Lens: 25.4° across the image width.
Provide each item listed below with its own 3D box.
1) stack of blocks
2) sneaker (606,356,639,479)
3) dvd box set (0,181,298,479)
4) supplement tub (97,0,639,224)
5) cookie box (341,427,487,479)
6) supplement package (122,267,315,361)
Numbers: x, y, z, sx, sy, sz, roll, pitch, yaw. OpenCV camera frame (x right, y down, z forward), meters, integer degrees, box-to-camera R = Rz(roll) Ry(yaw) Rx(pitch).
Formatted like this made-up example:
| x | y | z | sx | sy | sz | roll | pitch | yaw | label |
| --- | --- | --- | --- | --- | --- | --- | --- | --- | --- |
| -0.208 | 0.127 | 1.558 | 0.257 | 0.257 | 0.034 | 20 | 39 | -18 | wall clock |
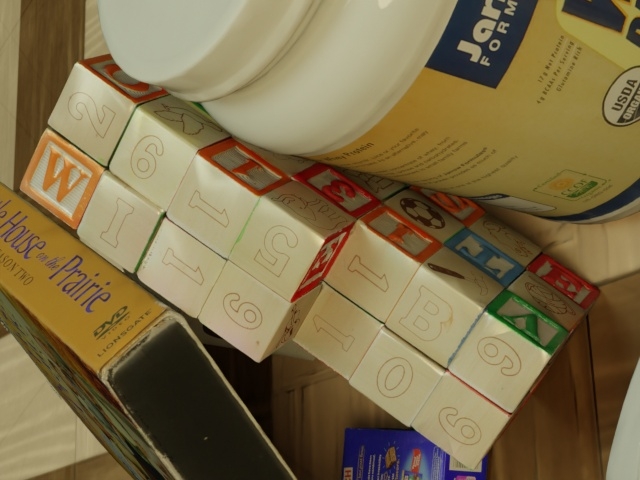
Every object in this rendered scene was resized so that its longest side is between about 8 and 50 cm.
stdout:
| x | y | z | sx | sy | sz | roll | pitch | yaw | label |
| --- | --- | --- | --- | --- | --- | --- | --- | --- | --- |
| 0.000 | 0.000 | 0.820 | 0.297 | 0.171 | 0.087 | 35 | 116 | 11 | stack of blocks |
| 0.224 | 0.030 | 0.712 | 0.091 | 0.094 | 0.258 | 19 | 102 | 39 | sneaker |
| -0.131 | 0.112 | 0.999 | 0.062 | 0.307 | 0.420 | -39 | 31 | -14 | dvd box set |
| 0.061 | -0.143 | 0.775 | 0.228 | 0.316 | 0.228 | -20 | 64 | 51 | supplement tub |
| 0.058 | 0.168 | 0.928 | 0.107 | 0.040 | 0.091 | -7 | 76 | 54 | cookie box |
| -0.037 | -0.079 | 1.044 | 0.262 | 0.145 | 0.204 | -59 | 38 | 26 | supplement package |
